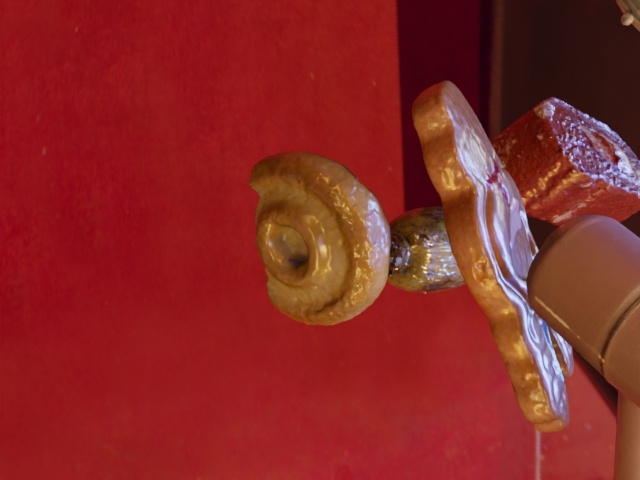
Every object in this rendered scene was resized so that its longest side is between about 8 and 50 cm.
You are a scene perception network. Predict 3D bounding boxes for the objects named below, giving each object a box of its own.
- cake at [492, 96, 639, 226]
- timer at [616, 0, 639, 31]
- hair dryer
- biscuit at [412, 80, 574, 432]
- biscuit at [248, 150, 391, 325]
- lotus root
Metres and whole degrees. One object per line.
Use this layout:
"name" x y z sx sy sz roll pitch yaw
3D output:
"cake" 0.414 -0.123 1.727 0.283 0.176 0.151 14 143 -36
"timer" 0.514 -0.379 1.396 0.315 0.291 0.290 -40 122 -28
"hair dryer" 0.269 0.151 0.911 0.107 0.189 0.344 -27 135 -18
"biscuit" 0.172 0.009 0.980 0.047 0.202 0.333 -20 102 22
"biscuit" -0.001 0.000 1.552 0.213 0.091 0.274 -1 108 34
"lotus root" 0.170 0.017 1.770 0.278 0.154 0.154 -7 122 -42
